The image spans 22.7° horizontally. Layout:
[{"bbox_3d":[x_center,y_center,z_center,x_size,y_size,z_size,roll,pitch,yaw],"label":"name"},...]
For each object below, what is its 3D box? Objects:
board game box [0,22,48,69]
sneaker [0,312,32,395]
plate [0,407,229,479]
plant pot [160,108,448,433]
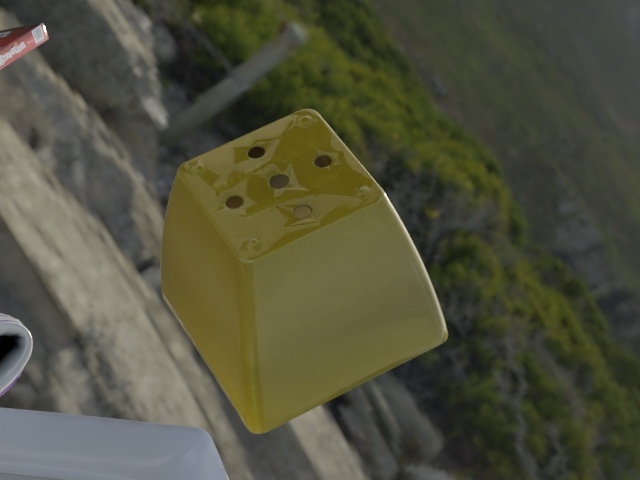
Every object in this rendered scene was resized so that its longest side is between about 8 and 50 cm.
[{"bbox_3d":[-0.520,-0.240,2.139,0.145,0.281,0.027,-49,129,-57],"label":"board game box"},{"bbox_3d":[-0.386,0.143,1.415,0.102,0.282,0.161,60,-22,-12],"label":"sneaker"},{"bbox_3d":[-0.200,0.239,1.383,0.277,0.278,0.045,74,25,-51],"label":"plate"},{"bbox_3d":[-0.027,0.010,1.463,0.212,0.212,0.187,53,-19,38],"label":"plant pot"}]
